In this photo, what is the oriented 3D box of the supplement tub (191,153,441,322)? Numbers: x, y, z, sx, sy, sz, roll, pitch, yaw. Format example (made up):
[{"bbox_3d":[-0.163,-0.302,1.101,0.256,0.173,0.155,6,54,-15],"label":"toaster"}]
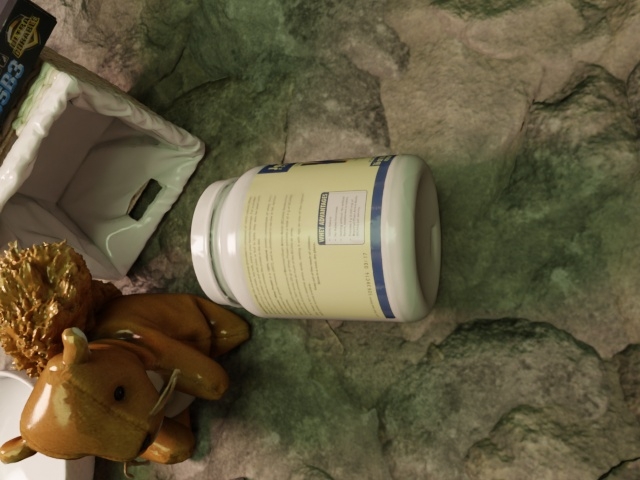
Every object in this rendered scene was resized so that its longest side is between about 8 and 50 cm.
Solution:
[{"bbox_3d":[0.000,0.000,0.837,0.324,0.235,0.236,-1,84,21],"label":"supplement tub"}]

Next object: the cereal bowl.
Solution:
[{"bbox_3d":[-0.556,0.410,1.066,0.338,0.141,0.339,-2,84,21],"label":"cereal bowl"}]

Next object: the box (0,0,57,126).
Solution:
[{"bbox_3d":[-0.562,-0.260,0.851,0.293,0.073,0.296,32,94,28],"label":"box"}]

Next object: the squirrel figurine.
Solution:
[{"bbox_3d":[-0.341,0.186,0.846,0.396,0.370,0.281,34,96,7],"label":"squirrel figurine"}]

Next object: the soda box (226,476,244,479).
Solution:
[{"bbox_3d":[-0.261,0.486,0.962,0.286,0.098,0.091,-20,78,19],"label":"soda box"}]

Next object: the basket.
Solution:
[{"bbox_3d":[-0.449,-0.139,0.991,0.266,0.331,0.328,39,99,27],"label":"basket"}]
